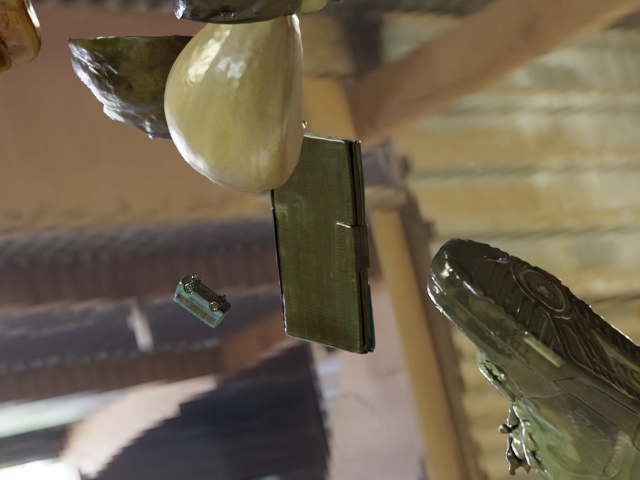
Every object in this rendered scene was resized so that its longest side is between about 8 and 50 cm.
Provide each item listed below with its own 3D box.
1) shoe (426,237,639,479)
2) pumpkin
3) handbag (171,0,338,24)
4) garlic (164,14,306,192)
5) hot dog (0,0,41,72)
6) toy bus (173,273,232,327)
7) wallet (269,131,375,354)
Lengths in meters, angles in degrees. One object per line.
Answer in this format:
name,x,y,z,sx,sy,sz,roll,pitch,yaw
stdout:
shoe,0.176,0.127,1.503,0.149,0.293,0.109,-48,15,30
pumpkin,-0.152,-0.165,2.102,0.254,0.130,0.149,-1,6,-5
handbag,-0.057,-0.323,1.702,0.181,0.254,0.181,-8,2,-7
garlic,-0.072,-0.149,1.927,0.164,0.145,0.245,-36,-29,-32
hot dog,-0.359,-0.264,1.948,0.109,0.072,0.269,-19,-35,-1
toy bus,-0.177,0.090,2.830,0.046,0.083,0.038,-56,-3,28
wallet,0.000,0.000,2.698,0.169,0.317,0.044,10,22,41
